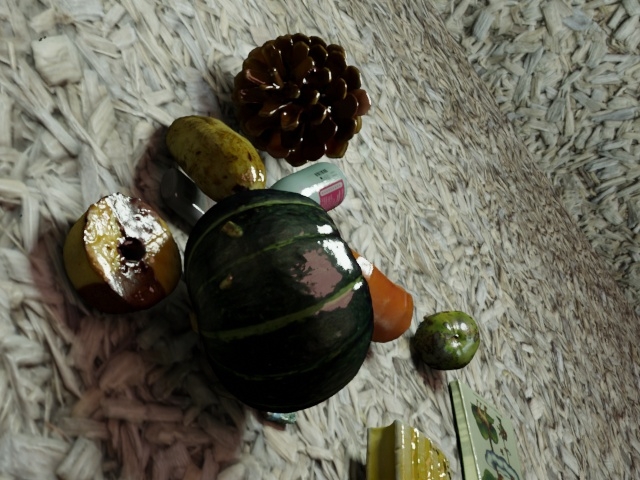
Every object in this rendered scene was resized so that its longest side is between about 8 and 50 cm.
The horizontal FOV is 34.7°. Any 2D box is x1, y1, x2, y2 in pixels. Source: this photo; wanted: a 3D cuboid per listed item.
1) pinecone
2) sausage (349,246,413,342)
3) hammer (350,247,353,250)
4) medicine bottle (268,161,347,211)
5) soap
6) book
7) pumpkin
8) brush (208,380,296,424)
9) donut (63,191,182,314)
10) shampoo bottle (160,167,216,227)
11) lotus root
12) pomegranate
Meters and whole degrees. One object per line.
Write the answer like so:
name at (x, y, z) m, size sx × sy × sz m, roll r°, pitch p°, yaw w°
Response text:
pinecone at (-0.050, -0.261, 1.887) m, size 0.264 × 0.264 × 0.264 m, roll 43°, pitch 33°, yaw -36°
sausage at (0.073, 0.104, 1.883) m, size 0.258 × 0.133 × 0.133 m, roll 37°, pitch 36°, yaw -43°
hammer at (0.000, 0.000, 1.960) m, size 0.246 × 0.029 × 0.103 m, roll 30°, pitch 41°, yaw -51°
medicine bottle at (-0.047, -0.071, 1.822) m, size 0.217 × 0.090 × 0.090 m, roll -28°, pitch 91°, yaw -47°
soap at (0.148, 0.450, 1.683) m, size 0.173 × 0.089 × 0.274 m, roll 40°, pitch 39°, yaw -37°
book at (0.371, 0.499, 2.162) m, size 0.260 × 0.043 × 0.370 m, roll 39°, pitch 35°, yaw -42°
pumpkin at (-0.066, 0.085, 1.459) m, size 0.323 × 0.241 × 0.323 m, roll 61°, pitch -13°, yaw 25°
brush at (-0.102, 0.235, 1.556) m, size 0.196 × 0.021 × 0.070 m, roll 26°, pitch 42°, yaw -51°
donut at (-0.271, 0.022, 1.384) m, size 0.166 × 0.073 × 0.184 m, roll 56°, pitch 27°, yaw -18°
shampoo bottle at (-0.188, -0.046, 1.637) m, size 0.165 × 0.040 × 0.080 m, roll 42°, pitch 26°, yaw -37°
lotus root at (-0.169, -0.134, 1.602) m, size 0.110 × 0.097 × 0.258 m, roll -14°, pitch 36°, yaw -31°
pomegranate at (0.257, 0.194, 2.144) m, size 0.125 × 0.138 × 0.163 m, roll 86°, pitch -18°, yaw -44°
